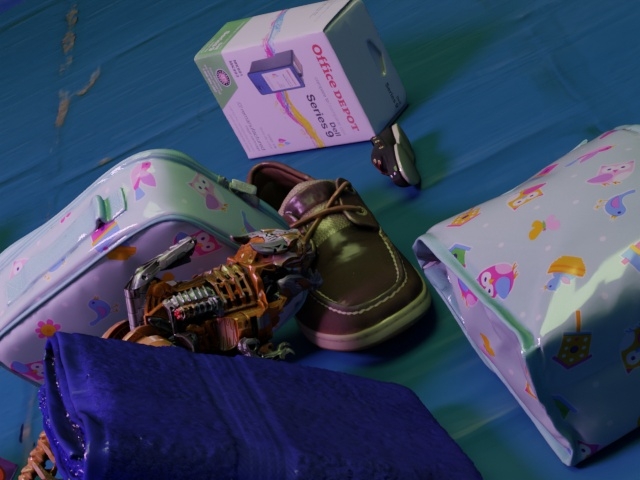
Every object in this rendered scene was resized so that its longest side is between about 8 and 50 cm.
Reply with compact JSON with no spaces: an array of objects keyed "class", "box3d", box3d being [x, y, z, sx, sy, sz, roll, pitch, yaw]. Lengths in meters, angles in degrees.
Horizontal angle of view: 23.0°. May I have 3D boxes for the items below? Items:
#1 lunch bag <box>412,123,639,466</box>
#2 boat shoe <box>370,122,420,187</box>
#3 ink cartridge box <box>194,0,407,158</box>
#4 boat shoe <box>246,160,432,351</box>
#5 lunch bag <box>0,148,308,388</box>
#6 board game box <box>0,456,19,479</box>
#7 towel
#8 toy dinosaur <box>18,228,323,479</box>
[{"class":"lunch bag","box3d":[0.213,0.020,1.250,0.223,0.160,0.262,-31,31,-4]},{"class":"boat shoe","box3d":[0.080,-0.086,1.715,0.042,0.049,0.133,-30,22,10]},{"class":"ink cartridge box","box3d":[-0.023,-0.194,1.893,0.212,0.154,0.093,-6,33,39]},{"class":"boat shoe","box3d":[0.000,0.000,1.540,0.123,0.123,0.342,-30,25,-4]},{"class":"lunch bag","box3d":[-0.165,0.040,1.452,0.279,0.224,0.108,-36,42,24]},{"class":"board game box","box3d":[-0.397,0.238,1.351,0.056,0.208,0.347,-58,7,15]},{"class":"towel","box3d":[-0.050,0.154,1.170,0.308,0.076,0.228,10,15,-19]},{"class":"toy dinosaur","box3d":[-0.126,0.123,1.327,0.322,0.218,0.164,-29,26,-1]}]
